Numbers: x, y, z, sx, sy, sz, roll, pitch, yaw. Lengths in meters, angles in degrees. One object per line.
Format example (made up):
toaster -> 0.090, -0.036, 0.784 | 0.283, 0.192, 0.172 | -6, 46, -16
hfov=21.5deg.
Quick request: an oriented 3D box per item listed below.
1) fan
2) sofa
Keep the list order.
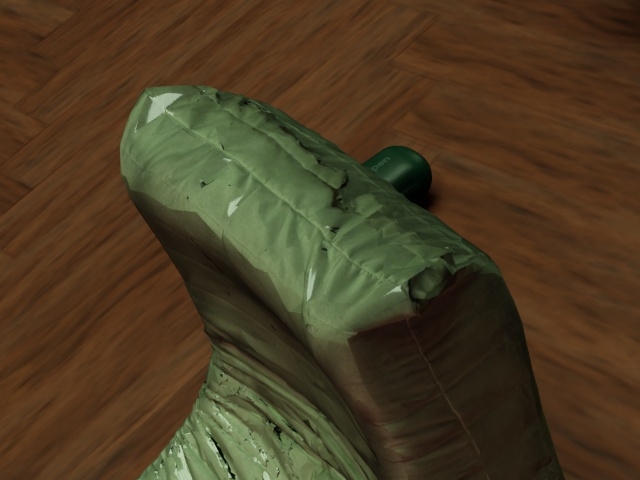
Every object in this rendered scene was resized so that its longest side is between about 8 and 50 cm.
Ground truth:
fan -> 0.000, 0.000, 0.939 | 0.155, 0.039, 0.082 | -36, 38, -16
sofa -> -0.024, 0.079, 0.712 | 0.176, 0.225, 0.210 | -32, 41, -15
